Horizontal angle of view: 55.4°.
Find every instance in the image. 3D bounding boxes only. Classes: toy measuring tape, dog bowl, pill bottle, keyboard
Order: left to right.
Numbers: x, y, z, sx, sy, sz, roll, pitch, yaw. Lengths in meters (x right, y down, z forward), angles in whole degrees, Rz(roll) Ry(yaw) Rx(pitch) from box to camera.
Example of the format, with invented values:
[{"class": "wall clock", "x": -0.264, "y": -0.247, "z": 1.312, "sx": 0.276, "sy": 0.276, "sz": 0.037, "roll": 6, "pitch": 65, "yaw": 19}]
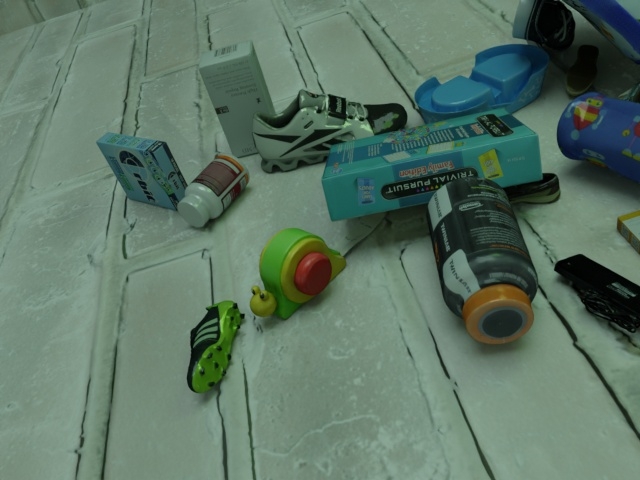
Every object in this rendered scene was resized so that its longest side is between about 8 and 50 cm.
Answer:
[{"class": "pill bottle", "x": -0.216, "y": -0.100, "z": 1.225, "sx": 0.086, "sy": 0.086, "sz": 0.152, "roll": 11, "pitch": 47, "yaw": 31}, {"class": "toy measuring tape", "x": 0.000, "y": 0.000, "z": 1.005, "sx": 0.121, "sy": 0.121, "sz": 0.330, "roll": 22, "pitch": 54, "yaw": 39}, {"class": "pill bottle", "x": 0.230, "y": 0.027, "z": 0.869, "sx": 0.130, "sy": 0.130, "sz": 0.246, "roll": -11, "pitch": 39, "yaw": 9}, {"class": "dog bowl", "x": 0.335, "y": -0.309, "z": 1.264, "sx": 0.297, "sy": 0.074, "sz": 0.166, "roll": -30, "pitch": 41, "yaw": -14}, {"class": "keyboard", "x": 0.398, "y": 0.084, "z": 0.828, "sx": 0.100, "sy": 0.038, "sz": 0.192, "roll": -11, "pitch": 32, "yaw": -30}]

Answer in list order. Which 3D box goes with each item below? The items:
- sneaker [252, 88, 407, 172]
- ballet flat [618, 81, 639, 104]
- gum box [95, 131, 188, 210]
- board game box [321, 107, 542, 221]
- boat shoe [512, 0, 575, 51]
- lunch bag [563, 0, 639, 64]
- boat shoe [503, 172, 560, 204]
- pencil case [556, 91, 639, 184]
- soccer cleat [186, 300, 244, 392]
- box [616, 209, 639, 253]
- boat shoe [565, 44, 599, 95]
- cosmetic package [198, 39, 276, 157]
[{"class": "sneaker", "x": 0.016, "y": -0.250, "z": 1.266, "sx": 0.330, "sy": 0.146, "sz": 0.122, "roll": -15, "pitch": 38, "yaw": 2}, {"class": "ballet flat", "x": 0.563, "y": -0.245, "z": 1.113, "sx": 0.070, "sy": 0.070, "sz": 0.188, "roll": 24, "pitch": 52, "yaw": 40}, {"class": "gum box", "x": -0.364, "y": -0.142, "z": 1.276, "sx": 0.184, "sy": 0.157, "sz": 0.041, "roll": 14, "pitch": 50, "yaw": 32}, {"class": "board game box", "x": 0.180, "y": -0.138, "z": 1.061, "sx": 0.336, "sy": 0.079, "sz": 0.254, "roll": -11, "pitch": 20, "yaw": 9}, {"class": "boat shoe", "x": 0.476, "y": -0.450, "z": 1.269, "sx": 0.102, "sy": 0.108, "sz": 0.301, "roll": 23, "pitch": 13, "yaw": 24}, {"class": "lunch bag", "x": 0.568, "y": -0.524, "z": 1.159, "sx": 0.328, "sy": 0.239, "sz": 0.385, "roll": 41, "pitch": 49, "yaw": 1}, {"class": "boat shoe", "x": 0.325, "y": -0.091, "z": 1.033, "sx": 0.152, "sy": 0.049, "sz": 0.056, "roll": -6, "pitch": 41, "yaw": 15}, {"class": "pencil case", "x": 0.519, "y": -0.135, "z": 0.947, "sx": 0.119, "sy": 0.133, "sz": 0.306, "roll": -45, "pitch": 45, "yaw": -7}, {"class": "soccer cleat", "x": -0.172, "y": 0.163, "z": 0.934, "sx": 0.072, "sy": 0.060, "sz": 0.179, "roll": -13, "pitch": 32, "yaw": 22}, {"class": "box", "x": 0.500, "y": 0.003, "z": 0.876, "sx": 0.081, "sy": 0.028, "sz": 0.136, "roll": -17, "pitch": 42, "yaw": 2}, {"class": "boat shoe", "x": 0.536, "y": -0.341, "z": 1.254, "sx": 0.056, "sy": 0.048, "sz": 0.153, "roll": 14, "pitch": 55, "yaw": 17}, {"class": "cosmetic package", "x": -0.169, "y": -0.303, "z": 1.327, "sx": 0.117, "sy": 0.231, "sz": 0.085, "roll": -13, "pitch": 39, "yaw": 8}]
